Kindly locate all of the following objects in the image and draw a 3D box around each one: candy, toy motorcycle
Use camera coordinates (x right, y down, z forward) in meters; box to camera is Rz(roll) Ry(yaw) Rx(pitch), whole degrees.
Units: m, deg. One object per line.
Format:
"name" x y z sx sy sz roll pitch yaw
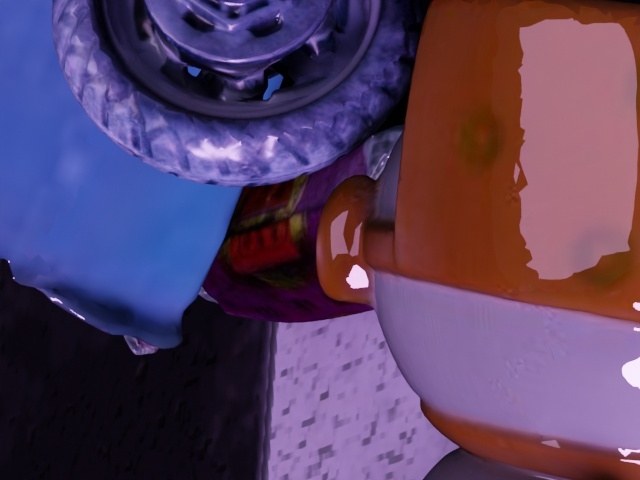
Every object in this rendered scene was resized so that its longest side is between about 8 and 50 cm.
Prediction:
"candy" 0.000 0.000 0.545 0.175 0.043 0.045 -16 60 49
"toy motorcycle" 0.008 -0.124 0.423 0.135 0.092 0.254 33 71 13

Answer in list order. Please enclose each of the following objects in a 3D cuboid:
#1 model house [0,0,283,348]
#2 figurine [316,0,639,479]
"model house" -0.108 -0.154 0.529 0.303 0.237 0.215 -62 30 12
"figurine" 0.057 0.036 0.375 0.143 0.143 0.271 33 100 51
